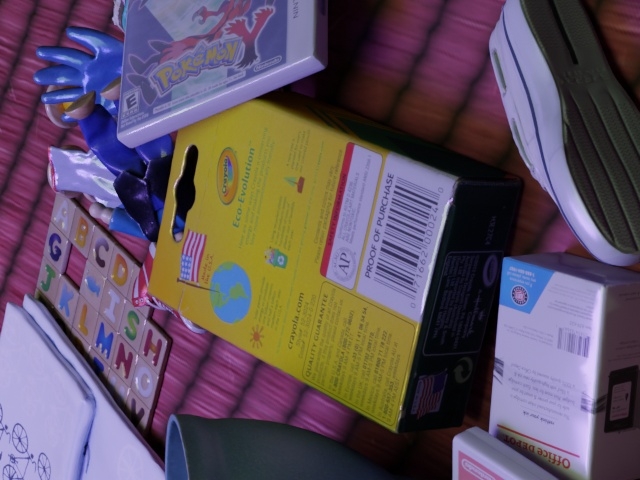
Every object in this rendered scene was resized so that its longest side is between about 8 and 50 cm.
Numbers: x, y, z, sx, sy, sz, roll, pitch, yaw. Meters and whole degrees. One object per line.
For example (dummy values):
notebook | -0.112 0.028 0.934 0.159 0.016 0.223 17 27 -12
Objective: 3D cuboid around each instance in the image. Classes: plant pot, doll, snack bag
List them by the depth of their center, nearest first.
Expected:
plant pot | -0.009 0.273 1.428 0.293 0.196 0.293 178 90 -80
doll | -0.155 -0.052 1.687 0.129 0.046 0.189 -26 107 16
snack bag | -0.261 0.277 1.913 0.342 0.037 0.323 45 129 39

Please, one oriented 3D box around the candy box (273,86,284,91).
candy box | -0.067 -0.103 1.635 0.105 0.027 0.206 -23 76 51

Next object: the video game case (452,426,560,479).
video game case | 0.166 0.294 1.327 0.204 0.025 0.285 31 133 45

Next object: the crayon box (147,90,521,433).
crayon box | 0.000 0.000 1.490 0.318 0.081 0.202 26 109 42

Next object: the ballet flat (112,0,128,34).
ballet flat | -0.120 -0.279 1.647 0.241 0.091 0.077 -54 21 35

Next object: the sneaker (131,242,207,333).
sneaker | -0.136 0.057 1.730 0.067 0.042 0.118 -59 43 32

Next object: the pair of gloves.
pair of gloves | -0.189 -0.097 1.727 0.159 0.023 0.198 10 115 24

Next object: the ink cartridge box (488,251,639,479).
ink cartridge box | 0.176 0.106 1.322 0.104 0.060 0.180 18 108 51

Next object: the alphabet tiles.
alphabet tiles | -0.223 0.089 1.874 0.237 0.009 0.198 41 124 42

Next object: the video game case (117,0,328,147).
video game case | -0.080 -0.185 1.538 0.201 0.023 0.183 -20 53 30

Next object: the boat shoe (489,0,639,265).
boat shoe | 0.176 -0.074 1.302 0.076 0.083 0.226 124 140 -54

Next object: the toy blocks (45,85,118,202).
toy blocks | -0.196 -0.094 1.781 0.148 0.054 0.123 8 103 46
